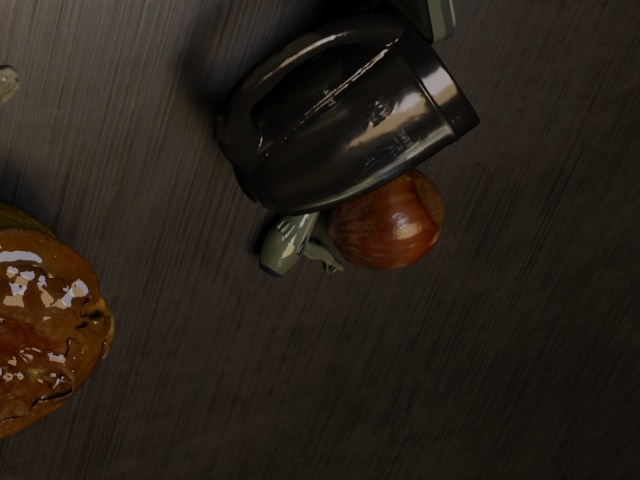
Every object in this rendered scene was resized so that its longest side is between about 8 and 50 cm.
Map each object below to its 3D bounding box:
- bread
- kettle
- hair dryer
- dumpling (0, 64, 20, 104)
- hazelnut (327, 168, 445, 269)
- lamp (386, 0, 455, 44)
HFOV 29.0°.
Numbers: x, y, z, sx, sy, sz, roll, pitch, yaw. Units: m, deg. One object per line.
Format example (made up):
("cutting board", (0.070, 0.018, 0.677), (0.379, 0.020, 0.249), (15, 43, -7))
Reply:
("bread", (-0.464, 0.104, 1.621), (0.358, 0.204, 0.337), (-23, 137, -10))
("kettle", (0.009, -0.174, 1.667), (0.324, 0.228, 0.321), (-35, 151, 8))
("hair dryer", (0.003, -0.017, 1.933), (0.199, 0.067, 0.167), (3, 118, -47))
("dumpling", (-0.471, -0.172, 1.435), (0.258, 0.147, 0.193), (-5, 167, -1))
("hazelnut", (0.101, -0.034, 1.884), (0.182, 0.182, 0.182), (-17, 133, -20))
("lamp", (0.074, -0.401, 1.500), (0.047, 0.266, 0.269), (-24, 135, -8))
